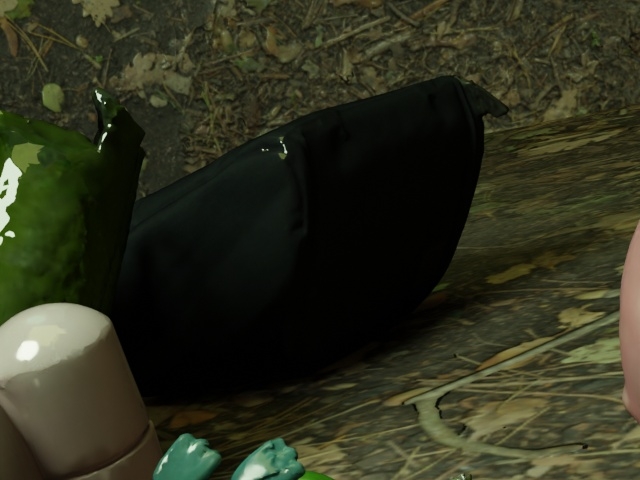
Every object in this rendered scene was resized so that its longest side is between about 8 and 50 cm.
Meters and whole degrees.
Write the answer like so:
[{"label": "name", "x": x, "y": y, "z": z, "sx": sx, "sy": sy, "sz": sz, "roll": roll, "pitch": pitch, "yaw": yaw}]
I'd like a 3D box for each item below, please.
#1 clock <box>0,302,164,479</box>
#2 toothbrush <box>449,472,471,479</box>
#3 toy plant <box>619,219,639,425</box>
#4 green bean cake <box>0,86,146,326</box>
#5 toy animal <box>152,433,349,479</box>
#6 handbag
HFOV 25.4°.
[{"label": "clock", "x": -0.251, "y": 0.160, "z": 0.545, "sx": 0.342, "sy": 0.184, "sz": 0.326, "roll": -14, "pitch": 12, "yaw": 29}, {"label": "toothbrush", "x": -0.112, "y": 0.167, "z": 0.731, "sx": 0.413, "sy": 0.042, "sz": 0.035, "roll": -12, "pitch": 9, "yaw": 20}, {"label": "toy plant", "x": 0.261, "y": 0.054, "z": 0.465, "sx": 0.317, "sy": 0.210, "sz": 0.356, "roll": -52, "pitch": 29, "yaw": -18}, {"label": "green bean cake", "x": -0.286, "y": 0.010, "z": 0.881, "sx": 0.319, "sy": 0.218, "sz": 0.335, "roll": 14, "pitch": -20, "yaw": -7}, {"label": "toy animal", "x": -0.016, "y": 0.132, "z": 0.561, "sx": 0.100, "sy": 0.103, "sz": 0.208, "roll": -52, "pitch": -16, "yaw": -9}, {"label": "handbag", "x": 0.001, "y": 0.003, "z": 1.138, "sx": 0.275, "sy": 0.178, "sz": 0.302, "roll": -25, "pitch": -2, "yaw": 38}]
